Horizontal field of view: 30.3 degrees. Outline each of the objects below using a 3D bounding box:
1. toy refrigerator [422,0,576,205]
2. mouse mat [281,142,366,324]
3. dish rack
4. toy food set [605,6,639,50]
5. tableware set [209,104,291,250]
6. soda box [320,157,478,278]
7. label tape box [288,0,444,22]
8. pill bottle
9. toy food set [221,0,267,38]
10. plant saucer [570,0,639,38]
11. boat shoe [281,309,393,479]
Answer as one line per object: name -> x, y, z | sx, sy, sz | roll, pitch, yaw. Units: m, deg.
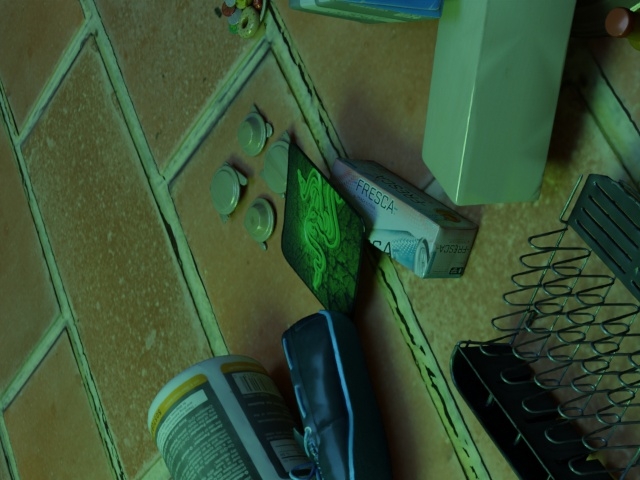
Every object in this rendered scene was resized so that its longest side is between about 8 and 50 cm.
toy refrigerator -> 0.164, -0.174, 1.056 | 0.102, 0.094, 0.269 | -116, 26, -56
mouse mat -> 0.000, 0.000, 1.323 | 0.152, 0.007, 0.189 | 49, 149, 34
dish rack -> 0.227, 0.087, 1.027 | 0.208, 0.074, 0.271 | 55, 139, 40
toy food set -> 0.337, -0.201, 0.894 | 0.232, 0.104, 0.111 | 3, 93, 51
tableware set -> -0.082, -0.078, 1.476 | 0.141, 0.020, 0.168 | 51, 127, 37
soda box -> 0.079, -0.026, 1.248 | 0.183, 0.058, 0.063 | 37, 118, 45
label tape box -> 0.039, -0.337, 1.146 | 0.334, 0.106, 0.240 | -141, 57, -76
pill bottle -> -0.078, 0.280, 1.358 | 0.278, 0.162, 0.162 | 56, 130, 35
toy food set -> -0.096, -0.299, 1.491 | 0.082, 0.020, 0.083 | 34, 116, 45
plant saucer -> 0.245, -0.323, 1.060 | 0.278, 0.041, 0.278 | -1, 89, 50
boat shoe -> 0.016, 0.209, 1.294 | 0.089, 0.109, 0.258 | -20, 64, 25
